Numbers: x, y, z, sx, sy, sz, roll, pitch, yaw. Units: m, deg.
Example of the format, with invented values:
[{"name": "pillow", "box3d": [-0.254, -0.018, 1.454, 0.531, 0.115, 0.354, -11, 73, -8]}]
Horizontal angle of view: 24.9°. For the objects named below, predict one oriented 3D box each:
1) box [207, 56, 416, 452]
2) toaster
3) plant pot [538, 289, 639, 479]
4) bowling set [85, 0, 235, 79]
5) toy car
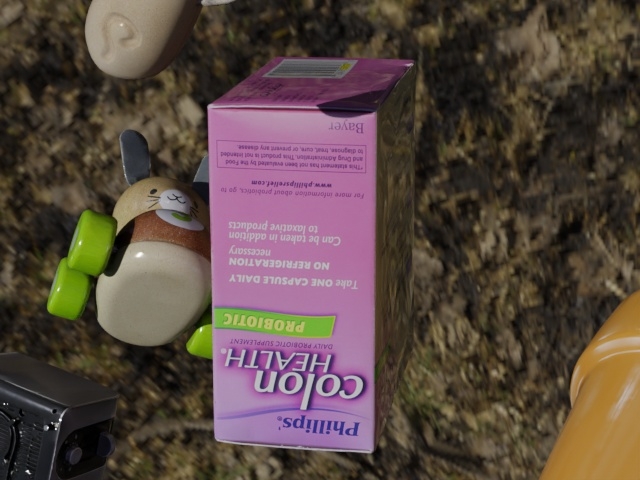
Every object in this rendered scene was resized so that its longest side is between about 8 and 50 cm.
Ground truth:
[{"name": "box", "box3d": [0.000, 0.000, 1.066, 0.117, 0.213, 0.243, 2, 106, 10]}, {"name": "toaster", "box3d": [-0.278, 0.196, 1.283, 0.186, 0.110, 0.168, 16, 99, 27]}, {"name": "plant pot", "box3d": [0.222, 0.160, 0.909, 0.205, 0.205, 0.188, 31, 54, 23]}, {"name": "bowling set", "box3d": [-0.136, -0.253, 0.810, 0.287, 0.154, 0.200, 37, 45, -7]}, {"name": "toy car", "box3d": [-0.134, -0.015, 1.255, 0.155, 0.149, 0.188, 17, 53, -14]}]
